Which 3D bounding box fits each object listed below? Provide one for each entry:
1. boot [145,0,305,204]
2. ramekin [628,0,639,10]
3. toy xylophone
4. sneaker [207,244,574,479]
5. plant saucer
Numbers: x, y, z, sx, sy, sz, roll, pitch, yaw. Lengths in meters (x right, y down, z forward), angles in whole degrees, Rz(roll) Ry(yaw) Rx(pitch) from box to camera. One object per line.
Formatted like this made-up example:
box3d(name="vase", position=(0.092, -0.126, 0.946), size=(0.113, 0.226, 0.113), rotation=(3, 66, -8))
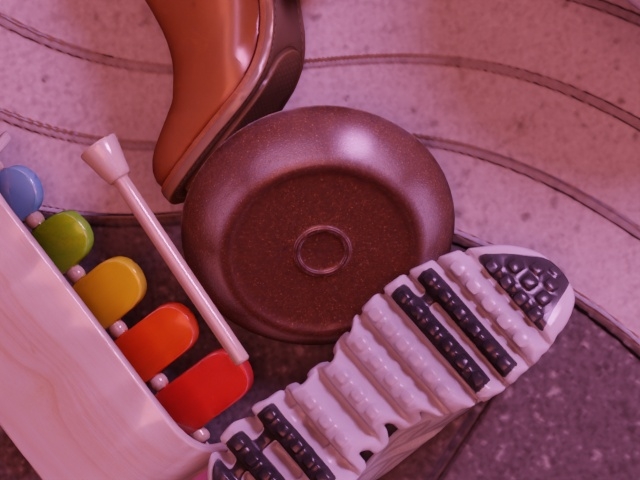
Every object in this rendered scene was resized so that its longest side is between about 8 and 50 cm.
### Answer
box3d(name="boot", position=(-0.109, -0.190, 1.176), size=(0.220, 0.109, 0.283), rotation=(31, 109, 12))
box3d(name="ramekin", position=(0.286, -0.258, 1.071), size=(0.277, 0.135, 0.277), rotation=(4, 107, 12))
box3d(name="toy xylophone", position=(-0.172, 0.061, 1.197), size=(0.236, 0.081, 0.322), rotation=(-29, 92, 22))
box3d(name="sneaker", position=(0.053, 0.107, 1.176), size=(0.292, 0.118, 0.110), rotation=(-35, 73, 2))
box3d(name="plant saucer", position=(0.000, 0.000, 1.164), size=(0.199, 0.036, 0.198), rotation=(-3, 119, -5))
